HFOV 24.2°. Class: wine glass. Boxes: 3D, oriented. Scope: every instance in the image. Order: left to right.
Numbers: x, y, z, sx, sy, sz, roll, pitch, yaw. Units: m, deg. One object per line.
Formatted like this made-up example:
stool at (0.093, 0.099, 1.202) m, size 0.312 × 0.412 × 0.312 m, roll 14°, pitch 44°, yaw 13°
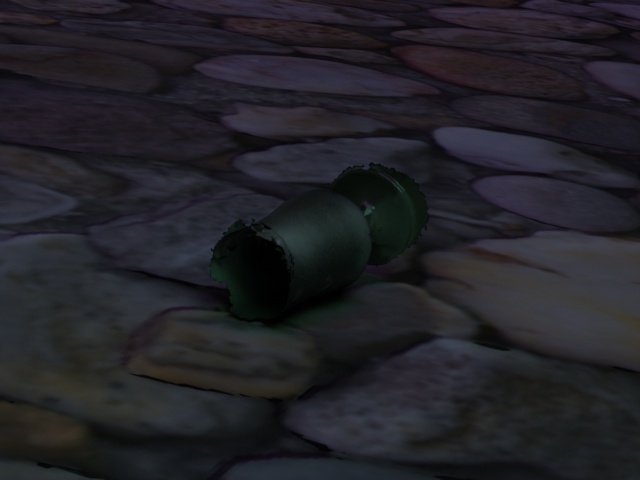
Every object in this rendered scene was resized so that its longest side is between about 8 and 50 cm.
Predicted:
wine glass at (0.000, 0.000, 0.492) m, size 0.042 × 0.039 × 0.083 m, roll 4°, pitch 15°, yaw 30°
